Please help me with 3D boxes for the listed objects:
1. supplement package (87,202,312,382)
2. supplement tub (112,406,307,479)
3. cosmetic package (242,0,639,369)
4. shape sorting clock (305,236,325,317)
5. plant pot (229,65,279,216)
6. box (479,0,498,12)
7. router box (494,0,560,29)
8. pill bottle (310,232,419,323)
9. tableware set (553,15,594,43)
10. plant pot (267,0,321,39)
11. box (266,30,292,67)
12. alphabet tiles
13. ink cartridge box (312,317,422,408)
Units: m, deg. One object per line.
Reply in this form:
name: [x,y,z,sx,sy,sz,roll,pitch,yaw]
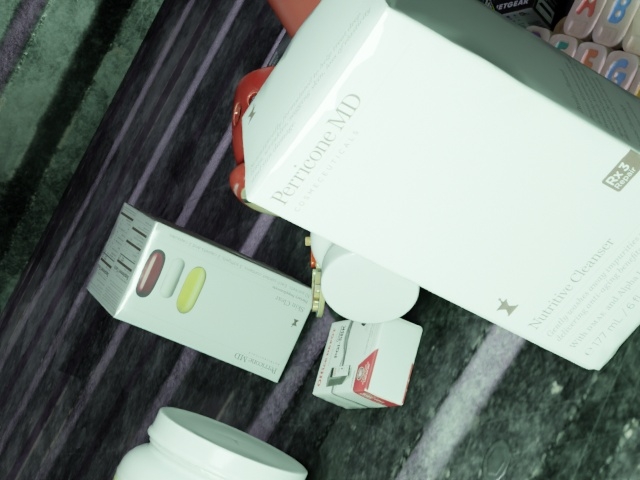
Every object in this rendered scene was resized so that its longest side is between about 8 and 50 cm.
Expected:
supplement package: [-0.173,0.073,1.881,0.145,0.261,0.204,-66,22,0]
supplement tub: [-0.170,0.391,1.595,0.325,0.235,0.235,-66,22,-1]
cosmetic package: [0.144,-0.068,1.151,0.217,0.385,0.156,-54,25,27]
shape sorting clock: [0.000,0.000,1.742,0.206,0.040,0.206,179,90,-87]
plant pot: [-0.037,-0.136,1.894,0.191,0.191,0.174,-32,48,54]
box: [0.165,-0.171,1.504,0.045,0.190,0.184,13,79,22]
router box: [0.216,-0.307,1.599,0.179,0.046,0.133,-5,56,46]
pill bottle: [0.068,-0.034,1.561,0.152,0.152,0.272,-49,22,35]
tableware set: [0.267,-0.189,1.479,0.169,0.020,0.141,-53,26,25]
plant pot: [0.059,-0.340,1.810,0.275,0.275,0.243,-51,37,33]
box: [-0.004,-0.322,2.160,0.270,0.060,0.216,-59,23,16]
alphabet tiles: [0.268,-0.143,1.390,0.278,0.021,0.284,-64,28,7]
ink cartridge box: [0.054,0.146,1.571,0.135,0.056,0.099,-18,53,61]
